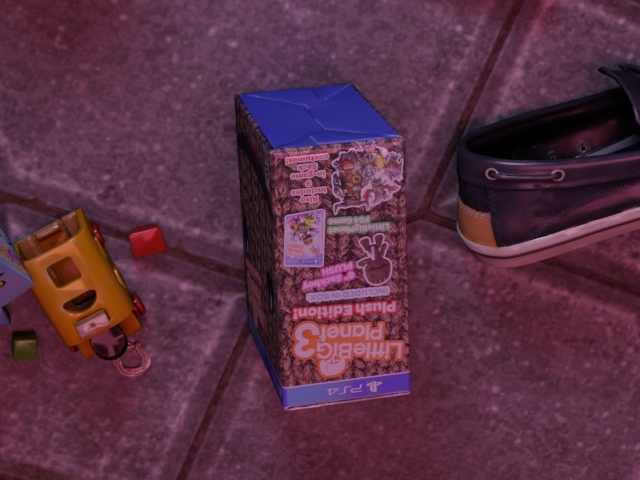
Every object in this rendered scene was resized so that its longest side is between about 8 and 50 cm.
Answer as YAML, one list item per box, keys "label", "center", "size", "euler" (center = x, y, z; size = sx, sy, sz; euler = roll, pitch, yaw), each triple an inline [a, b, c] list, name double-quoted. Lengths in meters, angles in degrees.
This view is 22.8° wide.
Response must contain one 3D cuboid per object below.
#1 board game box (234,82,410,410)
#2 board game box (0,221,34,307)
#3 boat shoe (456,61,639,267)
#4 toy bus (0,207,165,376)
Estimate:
- label: "board game box"
  center: [0.000, 0.000, 1.737]
  size: [0.141, 0.232, 0.291]
  euler: [-7, 110, -11]
- label: "board game box"
  center: [-0.467, 0.049, 1.655]
  size: [0.275, 0.142, 0.144]
  euler: [-34, 158, 3]
- label: "boat shoe"
  center: [0.383, -0.126, 1.815]
  size: [0.500, 0.187, 0.156]
  euler: [-20, 119, -1]
- label: "toy bus"
  center: [-0.259, 0.070, 1.768]
  size: [0.202, 0.104, 0.190]
  euler: [14, 106, -18]
